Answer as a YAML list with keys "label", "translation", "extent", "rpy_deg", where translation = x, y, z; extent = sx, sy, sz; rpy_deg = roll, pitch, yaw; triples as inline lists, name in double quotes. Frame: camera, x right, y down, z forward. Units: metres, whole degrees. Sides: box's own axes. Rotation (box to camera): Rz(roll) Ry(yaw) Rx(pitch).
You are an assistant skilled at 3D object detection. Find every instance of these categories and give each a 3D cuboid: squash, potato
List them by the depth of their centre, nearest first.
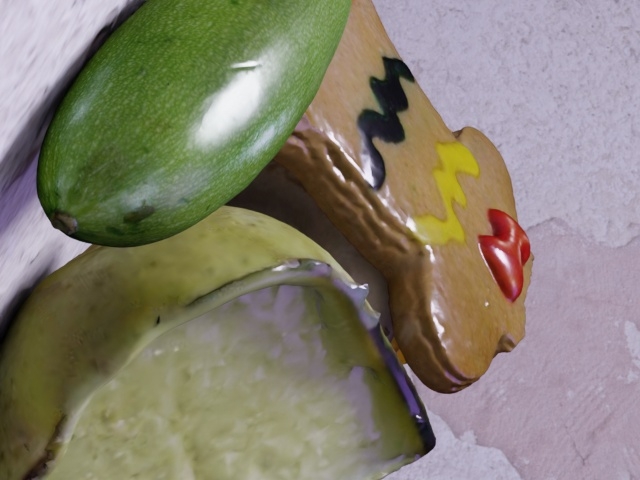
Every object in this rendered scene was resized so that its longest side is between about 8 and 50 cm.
- label: "squash"
  translation: [-0.048, -0.109, 0.787]
  extent: [0.107, 0.107, 0.395]
  rpy_deg: [-60, -179, 30]
- label: "potato"
  translation: [-0.108, 0.072, 0.971]
  extent: [0.330, 0.213, 0.280]
  rpy_deg: [-26, 140, -19]

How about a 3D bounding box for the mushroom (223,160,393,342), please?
- label: "mushroom"
  translation: [-0.083, 0.026, 1.270]
  extent: [0.292, 0.292, 0.290]
  rpy_deg: [-62, 147, -11]

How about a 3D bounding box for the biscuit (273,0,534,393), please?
- label: "biscuit"
  translation: [0.072, -0.083, 1.265]
  extent: [0.076, 0.394, 0.368]
  rpy_deg: [-29, -162, 27]

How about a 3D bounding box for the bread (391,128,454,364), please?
- label: "bread"
  translation: [0.003, 0.001, 1.534]
  extent: [0.204, 0.358, 0.337]
  rpy_deg: [-53, 165, -54]
